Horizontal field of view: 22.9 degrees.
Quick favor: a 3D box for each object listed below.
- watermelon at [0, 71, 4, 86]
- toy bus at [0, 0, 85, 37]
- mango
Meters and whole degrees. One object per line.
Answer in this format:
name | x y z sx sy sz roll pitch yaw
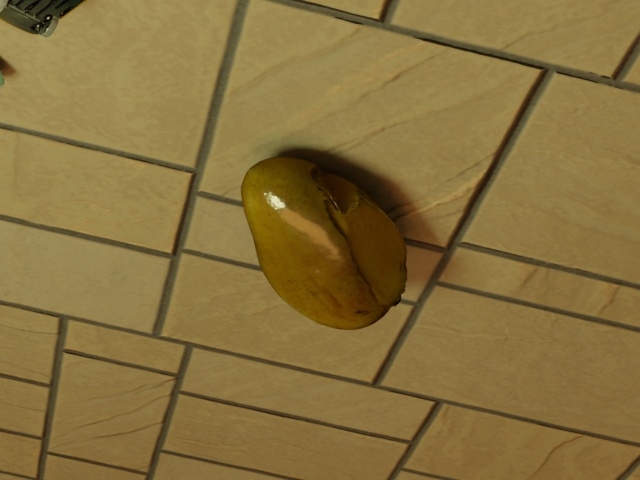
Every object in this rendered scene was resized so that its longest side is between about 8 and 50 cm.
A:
watermelon | -0.386 -0.174 1.703 0.085 0.061 0.085 14 146 10
toy bus | -0.253 -0.263 1.523 0.069 0.074 0.162 26 143 -37
mango | 0.000 0.000 1.819 0.167 0.130 0.262 -1 140 25
